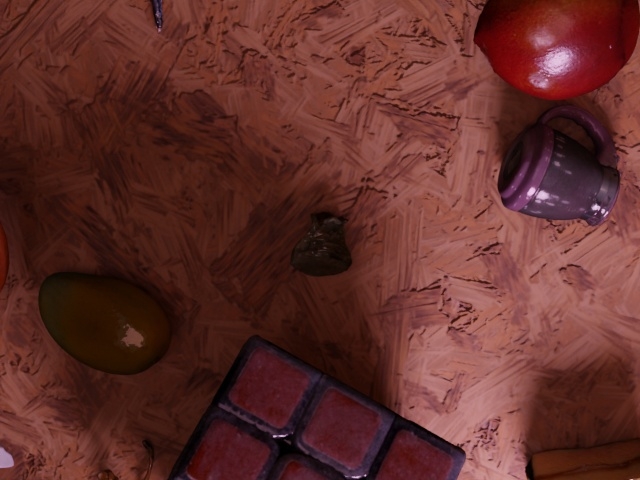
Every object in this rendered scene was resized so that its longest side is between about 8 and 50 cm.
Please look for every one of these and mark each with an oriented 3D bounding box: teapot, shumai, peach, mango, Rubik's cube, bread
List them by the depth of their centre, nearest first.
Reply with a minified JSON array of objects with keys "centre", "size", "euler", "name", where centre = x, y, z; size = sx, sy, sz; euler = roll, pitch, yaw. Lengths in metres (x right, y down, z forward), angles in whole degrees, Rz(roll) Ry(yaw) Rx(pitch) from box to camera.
[{"centre":[0.284,-0.259,1.345],"size":[0.197,0.197,0.197],"euler":[1,100,6],"name":"peach"},{"centre":[-0.044,0.341,1.372],"size":[0.304,0.301,0.305],"euler":[31,67,1],"name":"Rubik's cube"},{"centre":[0.311,-0.086,1.423],"size":[0.146,0.148,0.116],"euler":[21,137,-9],"name":"teapot"},{"centre":[0.385,0.409,1.456],"size":[0.168,0.163,0.264],"euler":[-17,98,8],"name":"bread"},{"centre":[0.000,0.000,1.489],"size":[0.083,0.082,0.080],"euler":[0,62,-6],"name":"shumai"},{"centre":[-0.297,0.109,1.516],"size":[0.195,0.092,0.130],"euler":[34,103,4],"name":"mango"}]

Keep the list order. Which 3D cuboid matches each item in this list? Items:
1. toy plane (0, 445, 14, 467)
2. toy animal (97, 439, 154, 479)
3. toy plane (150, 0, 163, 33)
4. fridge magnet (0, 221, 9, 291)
[{"centre":[-0.545,0.325,1.564],"size":[0.267,0.122,0.266],"euler":[7,108,21],"name":"toy plane"},{"centre":[-0.271,0.411,1.573],"size":[0.114,0.116,0.255],"euler":[21,87,15],"name":"toy animal"},{"centre":[-0.217,-0.364,1.443],"size":[0.135,0.062,0.188],"euler":[-10,102,-18],"name":"toy plane"},{"centre":[-0.576,-0.022,1.439],"size":[0.364,0.155,0.363],"euler":[12,135,12],"name":"fridge magnet"}]
